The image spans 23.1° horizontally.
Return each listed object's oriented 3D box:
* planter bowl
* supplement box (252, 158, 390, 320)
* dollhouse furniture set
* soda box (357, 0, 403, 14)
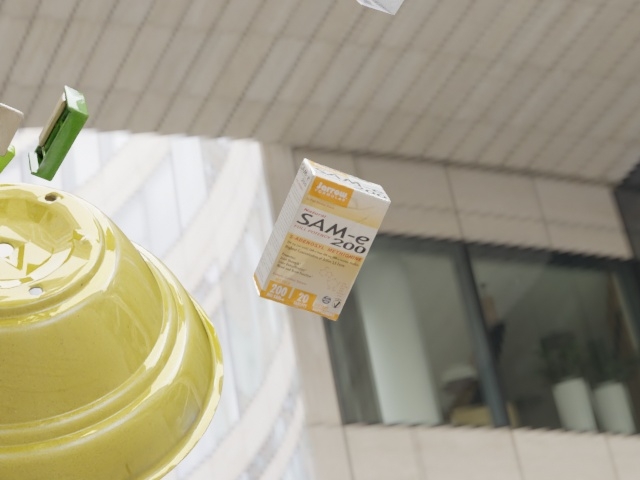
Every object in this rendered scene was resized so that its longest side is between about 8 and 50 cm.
[{"bbox_3d":[-0.156,0.034,0.783,0.217,0.217,0.090,-4,-49,-10],"label":"planter bowl"},{"bbox_3d":[0.000,0.000,1.104,0.062,0.036,0.098,18,-72,-18],"label":"supplement box"},{"bbox_3d":[-0.235,-0.094,1.043,0.151,0.076,0.058,23,-70,-23],"label":"dollhouse furniture set"},{"bbox_3d":[0.023,-0.356,1.832,0.216,0.069,0.074,36,-95,-40],"label":"soda box"}]
